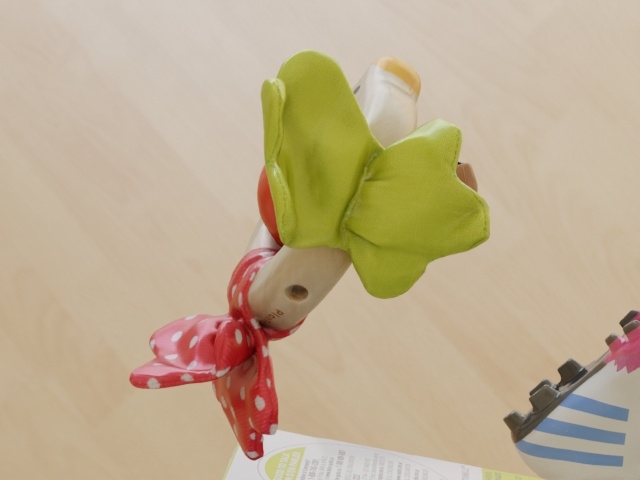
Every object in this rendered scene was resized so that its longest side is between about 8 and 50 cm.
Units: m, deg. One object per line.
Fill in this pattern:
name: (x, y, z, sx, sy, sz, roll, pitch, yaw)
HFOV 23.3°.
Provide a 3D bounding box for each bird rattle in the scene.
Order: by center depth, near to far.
bird rattle: (0.000, 0.000, 0.919, 0.143, 0.253, 0.207, 26, 40, -5)

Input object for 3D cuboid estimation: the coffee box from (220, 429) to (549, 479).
coffee box: (0.063, 0.342, 0.941, 0.334, 0.338, 0.338, 10, 102, 3)

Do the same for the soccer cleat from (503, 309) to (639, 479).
soccer cleat: (0.299, 0.135, 1.373, 0.143, 0.331, 0.116, 47, 50, 5)

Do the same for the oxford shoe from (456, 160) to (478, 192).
oxford shoe: (0.113, -0.088, 1.870, 0.212, 0.076, 0.076, 18, 119, 46)
